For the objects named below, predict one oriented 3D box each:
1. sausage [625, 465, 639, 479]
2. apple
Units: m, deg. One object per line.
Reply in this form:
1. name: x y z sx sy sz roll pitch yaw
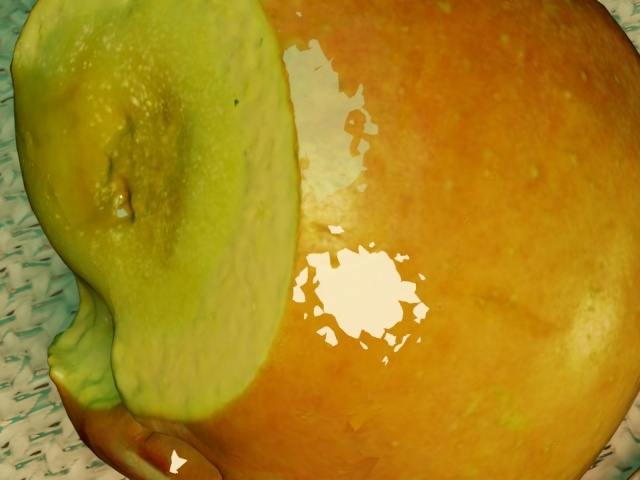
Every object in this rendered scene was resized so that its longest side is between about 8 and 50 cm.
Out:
1. sausage: 0.243 0.128 1.053 0.234 0.071 0.071 -36 60 -17
2. apple: 0.000 0.000 1.000 0.384 0.374 0.374 19 59 1
